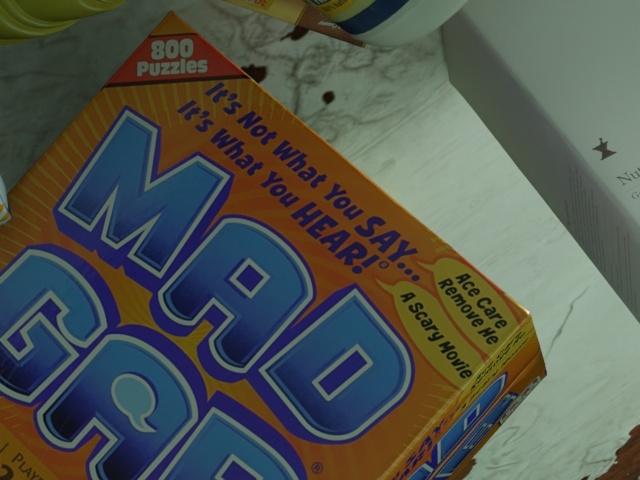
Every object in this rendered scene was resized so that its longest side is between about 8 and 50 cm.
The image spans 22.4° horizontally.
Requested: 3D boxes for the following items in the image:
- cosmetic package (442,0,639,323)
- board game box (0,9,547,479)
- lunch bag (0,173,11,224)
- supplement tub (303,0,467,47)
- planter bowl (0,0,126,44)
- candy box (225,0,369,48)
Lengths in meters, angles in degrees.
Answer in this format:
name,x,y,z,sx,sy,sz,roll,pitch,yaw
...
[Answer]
name,x,y,z,sx,sy,sz,roll,pitch,yaw
cosmetic package,0.286,-0.117,1.436,0.217,0.385,0.156,-28,145,-9
board game box,-0.070,0.105,1.315,0.356,0.356,0.356,-49,165,-2
lunch bag,-0.310,-0.137,1.093,0.115,0.243,0.303,-24,145,-11
supplement tub,-0.016,-0.297,1.045,0.316,0.228,0.228,33,114,-17
planter bowl,-0.169,-0.227,1.138,0.217,0.090,0.217,-42,146,-39
candy box,-0.004,-0.236,1.364,0.187,0.053,0.109,14,125,-43
